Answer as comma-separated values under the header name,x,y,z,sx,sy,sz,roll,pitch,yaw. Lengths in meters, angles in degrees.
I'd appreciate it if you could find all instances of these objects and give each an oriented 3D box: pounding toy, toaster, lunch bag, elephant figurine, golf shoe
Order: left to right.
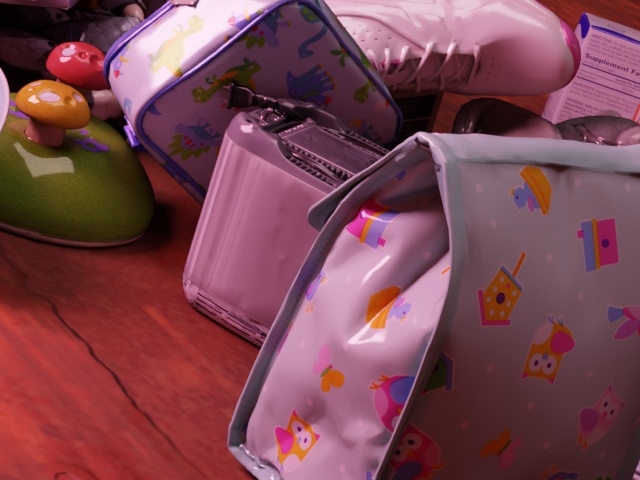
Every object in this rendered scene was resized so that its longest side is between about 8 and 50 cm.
name,x,y,z,sx,sy,sz,roll,pitch,yaw
pounding toy,-0.220,-0.088,1.438,0.236,0.110,0.183,8,24,-32
lunch bag,-0.052,-0.108,1.481,0.219,0.176,0.090,45,10,-53
toaster,0.000,0.000,1.373,0.227,0.146,0.129,27,20,14
golf shoe,0.060,-0.157,1.624,0.306,0.115,0.140,13,47,4
lunch bag,0.097,0.053,1.168,0.223,0.262,0.160,3,26,-37
elephant figurine,0.165,-0.041,1.655,0.239,0.169,0.186,1,-5,-9

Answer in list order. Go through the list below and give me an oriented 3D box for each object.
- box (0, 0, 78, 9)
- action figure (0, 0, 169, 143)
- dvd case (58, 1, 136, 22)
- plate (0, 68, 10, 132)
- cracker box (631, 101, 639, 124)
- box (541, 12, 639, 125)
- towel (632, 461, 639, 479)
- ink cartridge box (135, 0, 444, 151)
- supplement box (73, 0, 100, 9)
name,x,y,z,sx,sy,sz,roll,pitch,yaw
box,-0.311,-0.267,1.604,0.307,0.077,0.242,7,23,11
action figure,-0.227,-0.169,1.636,0.285,0.099,0.185,12,39,0
dvd case,-0.206,-0.242,1.971,0.164,0.018,0.221,2,28,-38
plate,-0.298,-0.069,1.324,0.188,0.024,0.188,-8,45,8
cracker box,0.319,-0.026,1.732,0.067,0.156,0.232,16,21,-14
box,0.314,-0.153,2.070,0.126,0.137,0.072,19,20,-5
towel,0.237,0.139,1.414,0.285,0.034,0.209,26,20,14
ink cartridge box,-0.031,-0.164,1.743,0.193,0.088,0.235,-8,43,-31
supplement box,-0.301,-0.287,1.873,0.188,0.081,0.104,6,26,-20
